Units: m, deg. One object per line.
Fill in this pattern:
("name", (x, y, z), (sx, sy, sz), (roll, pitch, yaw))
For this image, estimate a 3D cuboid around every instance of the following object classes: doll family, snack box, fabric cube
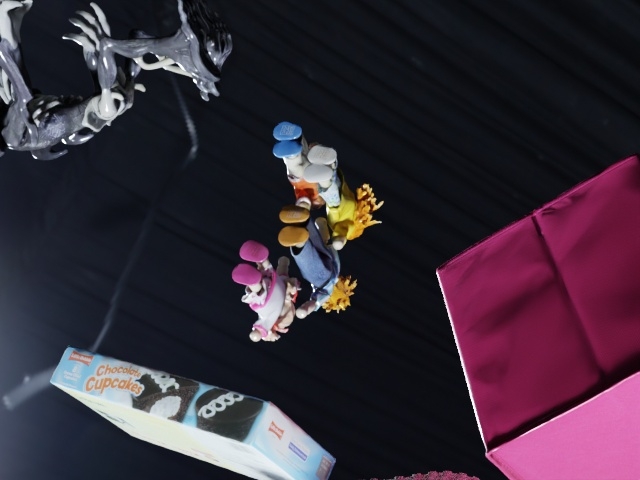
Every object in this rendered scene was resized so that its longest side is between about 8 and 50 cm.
("doll family", (0.000, 0.000, 1.154), (0.118, 0.163, 0.263), (5, 62, 21))
("snack box", (-0.159, 0.223, 1.241), (0.321, 0.187, 0.060), (10, 64, 32))
("fabric cube", (0.307, 0.120, 1.019), (0.259, 0.254, 0.258), (-32, 34, 18))

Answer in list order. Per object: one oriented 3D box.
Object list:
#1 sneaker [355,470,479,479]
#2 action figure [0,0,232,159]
("sneaker", (0.111, 0.331, 1.160), (0.235, 0.095, 0.090), (-10, 14, 36))
("action figure", (-0.223, -0.156, 0.913), (0.275, 0.141, 0.164), (-16, 5, 14))
